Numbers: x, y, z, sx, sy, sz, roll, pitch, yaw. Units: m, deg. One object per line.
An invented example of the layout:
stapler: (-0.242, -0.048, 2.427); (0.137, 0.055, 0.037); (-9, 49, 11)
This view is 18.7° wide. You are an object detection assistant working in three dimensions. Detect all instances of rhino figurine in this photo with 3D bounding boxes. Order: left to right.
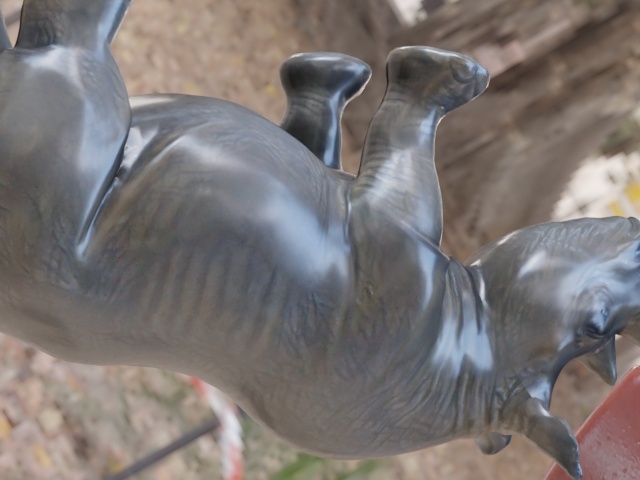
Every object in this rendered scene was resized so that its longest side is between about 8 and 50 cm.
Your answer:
rhino figurine: (0.000, 0.000, 0.506); (0.243, 0.106, 0.073); (23, -13, -25)

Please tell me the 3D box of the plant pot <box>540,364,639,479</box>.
plant pot: (0.246, 0.158, 0.836); (0.265, 0.272, 0.272); (45, -2, 24)
